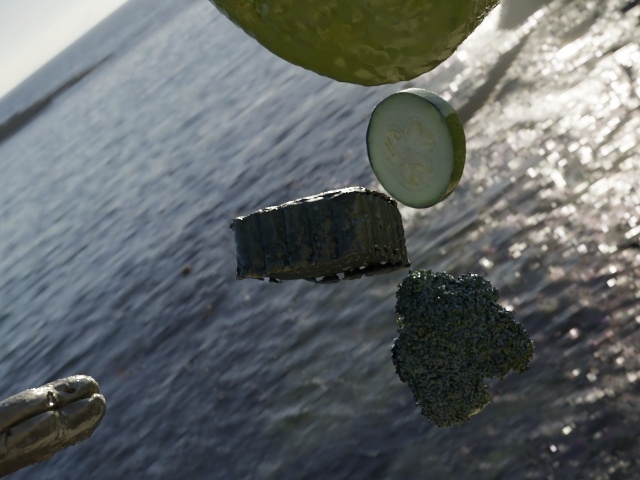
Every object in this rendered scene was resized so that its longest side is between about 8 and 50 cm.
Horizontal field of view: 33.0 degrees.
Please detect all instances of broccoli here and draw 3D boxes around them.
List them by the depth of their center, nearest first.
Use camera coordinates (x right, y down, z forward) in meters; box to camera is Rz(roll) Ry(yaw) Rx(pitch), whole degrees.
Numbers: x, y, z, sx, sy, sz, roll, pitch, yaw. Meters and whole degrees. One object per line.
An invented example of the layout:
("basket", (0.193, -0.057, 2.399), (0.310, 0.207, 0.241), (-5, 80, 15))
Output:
("broccoli", (0.241, 0.227, 1.841), (0.221, 0.361, 0.252), (-34, 43, -7))

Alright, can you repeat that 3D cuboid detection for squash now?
("squash", (0.198, -0.194, 2.280), (0.049, 0.252, 0.252), (-20, 1, -41))

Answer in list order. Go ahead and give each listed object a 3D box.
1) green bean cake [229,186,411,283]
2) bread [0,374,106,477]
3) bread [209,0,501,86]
("green bean cake", (0.000, 0.000, 1.780), (0.255, 0.132, 0.241), (-12, -8, 24))
("bread", (-0.499, 0.310, 1.688), (0.337, 0.102, 0.183), (-26, -13, -13))
("bread", (0.056, -0.324, 1.011), (0.348, 0.348, 0.308), (-26, 23, 35))
